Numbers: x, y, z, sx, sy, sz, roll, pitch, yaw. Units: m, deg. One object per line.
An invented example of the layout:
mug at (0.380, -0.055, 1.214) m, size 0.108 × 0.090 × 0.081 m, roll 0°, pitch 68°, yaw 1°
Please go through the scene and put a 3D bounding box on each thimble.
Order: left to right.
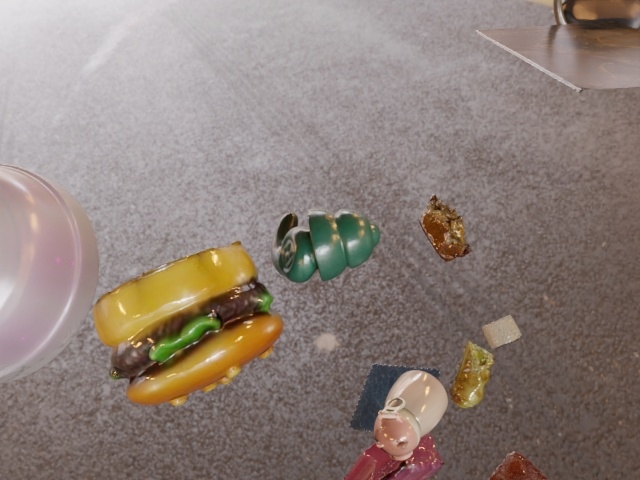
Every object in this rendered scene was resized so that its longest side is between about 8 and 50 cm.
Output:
thimble at (0.641, 0.324, 2.031) m, size 0.115 × 0.102 × 0.090 m, roll -30°, pitch 74°, yaw 23°

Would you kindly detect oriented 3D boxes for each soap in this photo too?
soap at (0.178, 0.640, 1.546) m, size 0.182 × 0.289 × 0.112 m, roll 11°, pitch 36°, yaw -28°

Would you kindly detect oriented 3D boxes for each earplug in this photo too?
earplug at (0.002, 0.006, 1.314) m, size 0.280 × 0.164 × 0.257 m, roll -9°, pitch 3°, yaw 12°

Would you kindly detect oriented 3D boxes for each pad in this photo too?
pad at (0.249, 0.531, 1.923) m, size 0.269 × 0.012 × 0.270 m, roll -4°, pitch 42°, yaw 31°
pad at (0.399, -0.272, 0.816) m, size 0.247 × 0.007 × 0.367 m, roll -5°, pitch 31°, yaw -3°

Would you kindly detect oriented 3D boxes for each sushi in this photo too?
sushi at (0.178, -0.020, 0.813) m, size 0.060 × 0.061 × 0.118 m, roll -45°, pitch 58°, yaw 25°

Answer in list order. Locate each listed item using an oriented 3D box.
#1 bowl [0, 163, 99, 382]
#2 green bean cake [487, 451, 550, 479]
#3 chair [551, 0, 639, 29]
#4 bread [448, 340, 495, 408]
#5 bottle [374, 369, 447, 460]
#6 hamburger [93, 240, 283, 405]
bowl at (-0.437, 0.030, 0.698) m, size 0.287 × 0.144 × 0.287 m, roll -2°, pitch 78°, yaw 8°
green bean cake at (0.507, 0.629, 1.461) m, size 0.135 × 0.056 × 0.135 m, roll -53°, pitch 48°, yaw 6°
chair at (0.532, -0.457, 1.056) m, size 0.166 × 0.188 × 0.272 m, roll 35°, pitch 31°, yaw 12°
bread at (0.256, 0.231, 0.976) m, size 0.066 × 0.060 × 0.110 m, roll -2°, pitch 59°, yaw 58°
bottle at (0.217, 0.449, 1.454) m, size 0.147 × 0.148 × 0.236 m, roll 7°, pitch 25°, yaw 31°
hamburger at (-0.285, 0.197, 1.260) m, size 0.395 × 0.277 × 0.396 m, roll -26°, pitch -4°, yaw -2°
